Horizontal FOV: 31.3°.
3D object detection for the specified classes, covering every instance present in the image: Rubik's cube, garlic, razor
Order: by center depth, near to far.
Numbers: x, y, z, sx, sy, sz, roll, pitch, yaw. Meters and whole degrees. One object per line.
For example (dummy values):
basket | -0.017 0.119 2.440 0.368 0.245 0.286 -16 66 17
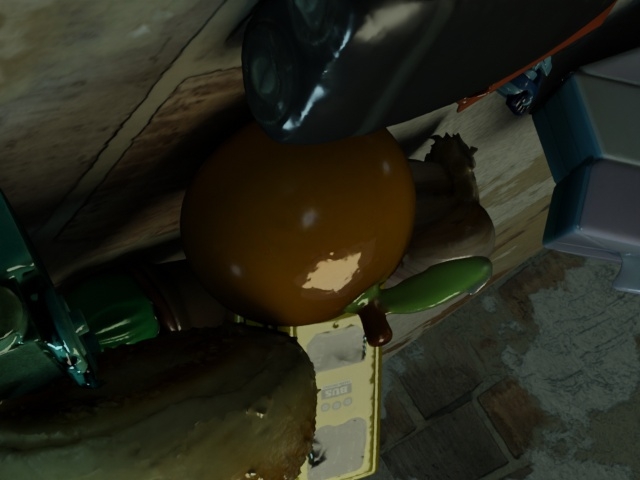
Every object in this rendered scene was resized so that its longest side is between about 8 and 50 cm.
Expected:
razor | 0.111 -0.181 0.817 0.349 0.113 0.204 -24 164 -30
garlic | 0.099 -0.057 1.312 0.207 0.207 0.256 -32 134 1
Rubik's cube | 0.453 -0.102 1.420 0.368 0.358 0.387 12 178 1

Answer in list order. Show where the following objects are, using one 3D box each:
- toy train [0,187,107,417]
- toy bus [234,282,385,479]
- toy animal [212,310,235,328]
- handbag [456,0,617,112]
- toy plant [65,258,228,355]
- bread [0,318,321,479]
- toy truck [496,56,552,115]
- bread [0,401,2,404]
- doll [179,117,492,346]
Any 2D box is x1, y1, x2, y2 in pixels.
toy train | -0.230 0.049 0.814 0.107 0.154 0.198 -25 167 -11
toy bus | -0.008 0.092 1.178 0.145 0.151 0.331 -11 120 -19
toy animal | -0.112 0.120 1.364 0.221 0.229 0.210 19 -177 -28
handbag | 0.200 -0.204 1.082 0.190 0.062 0.127 -31 169 -13
toy plant | -0.192 0.087 1.163 0.200 0.105 0.142 -23 135 -25
bread | -0.136 0.173 0.939 0.306 0.158 0.305 -17 -172 2
toy truck | 0.216 -0.178 1.242 0.074 0.063 0.136 -53 168 7
bread | -0.302 0.144 1.257 0.178 0.060 0.139 -31 170 -5
doll | 0.000 0.000 0.980 0.213 0.236 0.213 -36 166 -10
